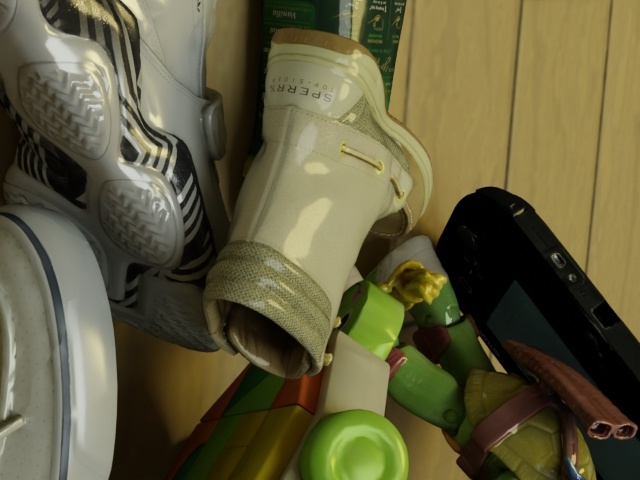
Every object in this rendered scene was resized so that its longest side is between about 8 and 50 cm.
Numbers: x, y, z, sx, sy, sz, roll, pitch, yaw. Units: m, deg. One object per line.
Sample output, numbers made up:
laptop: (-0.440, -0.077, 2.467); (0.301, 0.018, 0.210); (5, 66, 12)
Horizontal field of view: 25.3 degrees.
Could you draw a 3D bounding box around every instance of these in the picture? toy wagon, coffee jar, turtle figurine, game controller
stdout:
toy wagon: (-0.038, 0.147, 0.839); (0.068, 0.267, 0.344); (34, 71, -12)
coffee jar: (0.002, -0.094, 0.934); (0.096, 0.079, 0.184); (-4, 104, -51)
turtle figurine: (0.082, 0.149, 1.012); (0.198, 0.266, 0.275); (-31, 163, -15)
game controller: (0.193, 0.107, 1.043); (0.067, 0.319, 0.166); (-28, 163, -26)

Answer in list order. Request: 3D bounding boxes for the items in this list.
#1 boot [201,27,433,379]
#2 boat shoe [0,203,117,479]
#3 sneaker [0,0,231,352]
boot: (0.000, 0.000, 0.798); (0.213, 0.077, 0.165); (56, 47, -64)
boat shoe: (-0.220, 0.157, 0.729); (0.156, 0.136, 0.367); (2, 109, -46)
sneaker: (-0.088, -0.113, 0.779); (0.210, 0.137, 0.366); (-51, 137, -29)
